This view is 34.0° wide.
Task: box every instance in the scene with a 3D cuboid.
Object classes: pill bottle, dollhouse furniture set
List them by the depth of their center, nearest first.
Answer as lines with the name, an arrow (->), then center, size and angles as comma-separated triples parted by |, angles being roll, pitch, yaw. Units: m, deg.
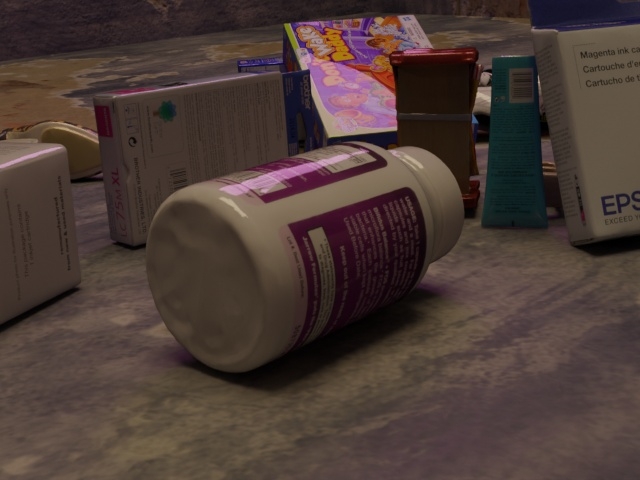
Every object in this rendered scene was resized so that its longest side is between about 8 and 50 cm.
pill bottle -> 0.000, 0.000, 0.984 | 0.169, 0.169, 0.301 | 12, 22, 41
dollhouse furniture set -> 0.274, -0.147, 1.358 | 0.374, 0.201, 0.152 | 1, 13, 7

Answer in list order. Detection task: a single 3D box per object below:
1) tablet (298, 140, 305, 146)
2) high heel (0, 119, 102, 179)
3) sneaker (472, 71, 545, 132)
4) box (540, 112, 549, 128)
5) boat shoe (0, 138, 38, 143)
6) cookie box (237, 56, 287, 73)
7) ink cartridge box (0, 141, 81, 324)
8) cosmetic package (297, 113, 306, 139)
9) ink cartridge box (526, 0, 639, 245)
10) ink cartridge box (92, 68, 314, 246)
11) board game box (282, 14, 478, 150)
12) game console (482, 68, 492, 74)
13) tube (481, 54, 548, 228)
tablet -> -0.005, -0.174, 1.830 | 0.083, 0.006, 0.054 | -7, 18, -11
high heel -> -0.422, -0.152, 1.718 | 0.261, 0.093, 0.186 | 3, 7, 5
sneaker -> 0.337, -0.236, 1.778 | 0.292, 0.110, 0.118 | -10, 61, -1
box -> 0.439, -0.240, 1.899 | 0.184, 0.045, 0.190 | 3, 19, 29
boat shoe -> -0.446, -0.066, 1.416 | 0.109, 0.091, 0.305 | -2, 17, 3
cookie box -> -0.093, -0.302, 1.870 | 0.107, 0.040, 0.092 | -5, 16, -4
ink cartridge box -> -0.470, 0.018, 1.014 | 0.285, 0.166, 0.395 | 4, 17, 24
cosmetic package -> 0.008, -0.266, 1.965 | 0.284, 0.097, 0.377 | -7, 16, -6
ink cartridge box -> 0.416, -0.180, 1.224 | 0.324, 0.330, 0.071 | -10, -1, -17
ink cartridge box -> -0.139, -0.118, 1.364 | 0.311, 0.186, 0.065 | -16, 19, -38
board game box -> 0.085, -0.241, 1.690 | 0.233, 0.078, 0.347 | -7, 41, -11
game console -> 0.339, -0.301, 2.032 | 0.213, 0.044, 0.361 | -15, 12, 2
tube -> 0.233, -0.117, 1.256 | 0.080, 0.207, 0.052 | 2, 9, 22
